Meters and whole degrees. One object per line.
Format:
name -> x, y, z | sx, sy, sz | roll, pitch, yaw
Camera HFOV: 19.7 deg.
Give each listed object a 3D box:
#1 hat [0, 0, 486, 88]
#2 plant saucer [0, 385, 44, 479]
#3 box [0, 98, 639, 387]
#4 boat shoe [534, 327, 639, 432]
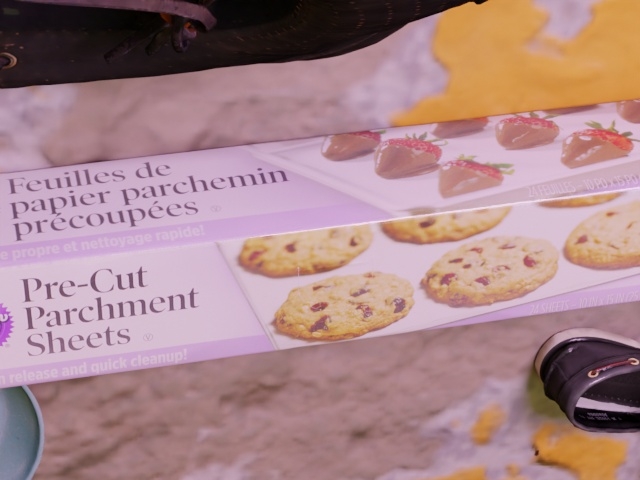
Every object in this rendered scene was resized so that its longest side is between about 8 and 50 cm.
hat -> -0.106, -0.122, 0.540 | 0.331, 0.331, 0.134 | -3, 90, -14
plant saucer -> -0.177, 0.080, 0.776 | 0.119, 0.021, 0.119 | -8, 128, -10
box -> 0.000, 0.000, 0.735 | 0.324, 0.063, 0.067 | -7, 128, -11
boat shoe -> 0.165, 0.070, 0.854 | 0.133, 0.042, 0.049 | 5, 124, -21
